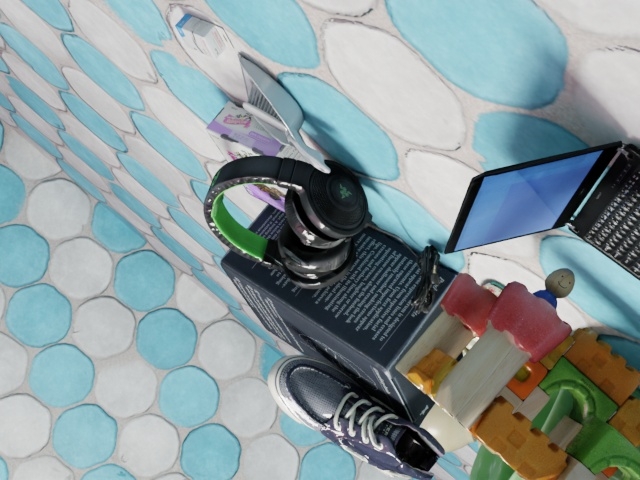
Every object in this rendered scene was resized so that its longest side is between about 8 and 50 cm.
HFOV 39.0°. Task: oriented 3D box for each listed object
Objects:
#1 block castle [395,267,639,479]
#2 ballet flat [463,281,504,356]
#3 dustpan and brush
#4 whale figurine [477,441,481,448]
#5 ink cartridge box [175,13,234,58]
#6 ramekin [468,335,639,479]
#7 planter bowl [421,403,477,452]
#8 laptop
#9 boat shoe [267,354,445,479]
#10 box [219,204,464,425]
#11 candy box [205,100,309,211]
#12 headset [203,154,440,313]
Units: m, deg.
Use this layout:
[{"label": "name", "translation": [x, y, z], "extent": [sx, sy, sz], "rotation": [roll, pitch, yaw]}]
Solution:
[{"label": "block castle", "translation": [0.332, 0.226, 1.089], "extent": [0.453, 0.213, 0.303], "rotation": [41, 177, -5]}, {"label": "ballet flat", "translation": [0.277, 0.147, 1.515], "extent": [0.091, 0.077, 0.241], "rotation": [34, 163, 19]}, {"label": "dustpan and brush", "translation": [-0.055, -0.178, 1.386], "extent": [0.211, 0.060, 0.147], "rotation": [34, 164, 15]}, {"label": "whale figurine", "translation": [0.366, 0.307, 1.645], "extent": [0.272, 0.216, 0.141], "rotation": [43, -151, 15]}, {"label": "ink cartridge box", "translation": [-0.174, -0.305, 1.361], "extent": [0.083, 0.028, 0.048], "rotation": [28, 161, 34]}, {"label": "ramekin", "translation": [0.366, 0.311, 1.386], "extent": [0.148, 0.303, 0.303], "rotation": [31, 164, 2]}, {"label": "planter bowl", "translation": [0.307, 0.410, 2.078], "extent": [0.109, 0.162, 0.162], "rotation": [-2, 145, 25]}, {"label": "laptop", "translation": [0.292, 0.007, 0.978], "extent": [0.264, 0.136, 0.234], "rotation": [38, 165, 13]}, {"label": "boat shoe", "translation": [0.072, 0.313, 1.614], "extent": [0.340, 0.127, 0.158], "rotation": [35, 160, -18]}, {"label": "box", "translation": [0.057, 0.120, 1.682], "extent": [0.395, 0.212, 0.293], "rotation": [31, 162, 29]}, {"label": "candy box", "translation": [-0.086, -0.132, 1.564], "extent": [0.165, 0.070, 0.196], "rotation": [27, 161, 34]}, {"label": "headset", "translation": [0.000, 0.000, 1.459], "extent": [0.394, 0.185, 0.243], "rotation": [14, 145, -1]}]
